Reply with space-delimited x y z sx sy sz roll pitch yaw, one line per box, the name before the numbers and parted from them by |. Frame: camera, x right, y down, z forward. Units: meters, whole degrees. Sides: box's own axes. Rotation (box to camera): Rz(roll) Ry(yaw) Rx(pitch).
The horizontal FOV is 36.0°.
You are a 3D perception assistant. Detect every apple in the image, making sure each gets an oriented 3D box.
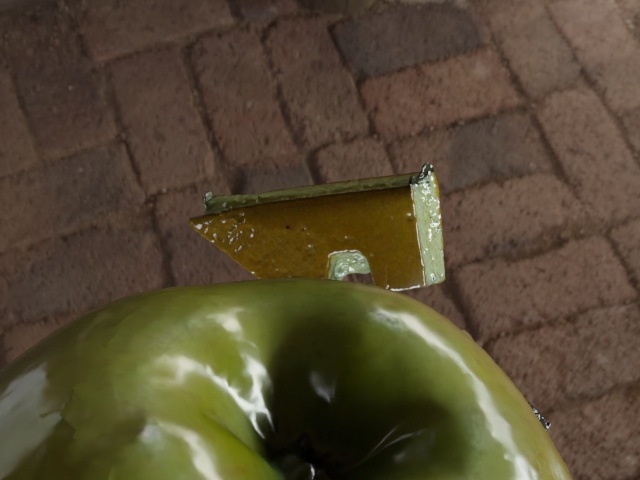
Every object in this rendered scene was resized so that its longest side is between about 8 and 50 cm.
apple | -0.029 0.168 0.470 0.339 0.304 0.338 0 35 0

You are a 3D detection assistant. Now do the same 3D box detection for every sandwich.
sandwich | 0.000 0.000 0.973 0.236 0.122 0.128 -6 94 12

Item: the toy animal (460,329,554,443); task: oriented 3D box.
toy animal | 0.131 0.137 0.858 0.069 0.219 0.086 -5 44 43
